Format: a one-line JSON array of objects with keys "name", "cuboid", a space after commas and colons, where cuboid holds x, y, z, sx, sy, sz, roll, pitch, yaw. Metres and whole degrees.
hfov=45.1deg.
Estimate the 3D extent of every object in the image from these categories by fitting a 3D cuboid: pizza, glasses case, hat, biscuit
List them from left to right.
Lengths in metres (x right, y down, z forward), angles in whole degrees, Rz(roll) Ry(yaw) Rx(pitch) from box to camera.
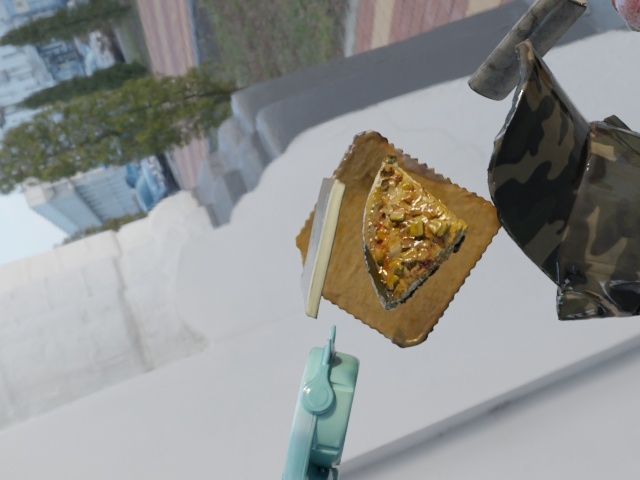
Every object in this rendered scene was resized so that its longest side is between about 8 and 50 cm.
[{"name": "biscuit", "cuboid": [0.093, 0.003, 1.043, 0.232, 0.237, 0.013, 32, -167, 2]}, {"name": "pizza", "cuboid": [0.100, -0.007, 0.863, 0.131, 0.041, 0.178, 10, 89, 39]}, {"name": "glasses case", "cuboid": [0.465, -0.449, 1.758, 0.299, 0.114, 0.060, -51, 38, 42]}, {"name": "hat", "cuboid": [0.393, -0.096, 1.043, 0.382, 0.257, 0.366, 54, -135, -53]}]

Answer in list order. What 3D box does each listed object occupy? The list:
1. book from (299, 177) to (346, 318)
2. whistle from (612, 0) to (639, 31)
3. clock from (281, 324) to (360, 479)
[{"name": "book", "cuboid": [0.000, 0.000, 0.839, 0.199, 0.016, 0.138, -116, 38, -84]}, {"name": "whistle", "cuboid": [0.582, -0.450, 1.325, 0.346, 0.142, 0.134, -57, -25, -48]}, {"name": "clock", "cuboid": [0.008, 0.288, 1.300, 0.223, 0.094, 0.274, -56, -22, -81]}]
